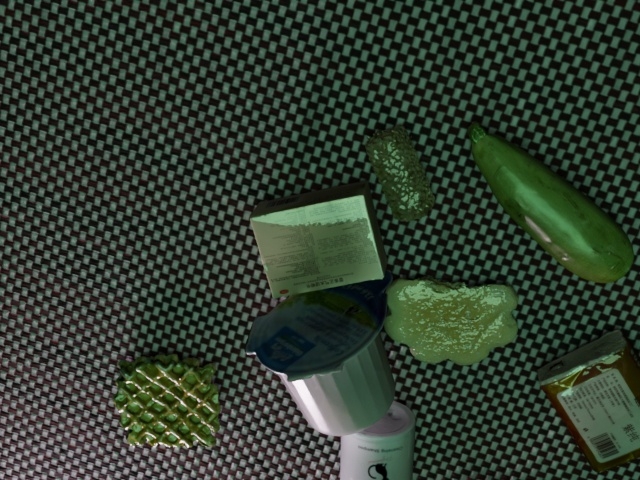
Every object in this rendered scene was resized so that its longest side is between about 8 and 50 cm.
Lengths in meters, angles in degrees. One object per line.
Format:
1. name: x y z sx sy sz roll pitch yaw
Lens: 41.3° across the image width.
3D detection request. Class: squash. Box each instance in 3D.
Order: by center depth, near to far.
1. squash: 0.383 -0.059 1.452 0.370 0.118 0.118 40 110 -6

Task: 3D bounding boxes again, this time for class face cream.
1. face cream: 0.110 0.508 1.676 0.145 0.145 0.370 2 109 7

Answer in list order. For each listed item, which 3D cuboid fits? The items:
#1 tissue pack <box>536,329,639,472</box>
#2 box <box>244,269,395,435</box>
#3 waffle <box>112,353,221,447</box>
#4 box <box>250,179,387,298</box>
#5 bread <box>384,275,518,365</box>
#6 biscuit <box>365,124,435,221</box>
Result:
1. tissue pack: 0.533 0.300 1.576 0.183 0.092 0.226 -30 102 16
2. box: 0.039 0.210 1.558 0.291 0.262 0.206 -38 125 -25
3. waffle: -0.310 0.319 1.710 0.223 0.054 0.204 -1 110 5
4. box: 0.000 0.000 1.533 0.212 0.095 0.168 -11 107 12
5. bread: 0.243 0.155 1.588 0.250 0.039 0.182 3 110 6
6. biscuit: 0.141 -0.116 1.489 0.082 0.070 0.168 -16 109 22
